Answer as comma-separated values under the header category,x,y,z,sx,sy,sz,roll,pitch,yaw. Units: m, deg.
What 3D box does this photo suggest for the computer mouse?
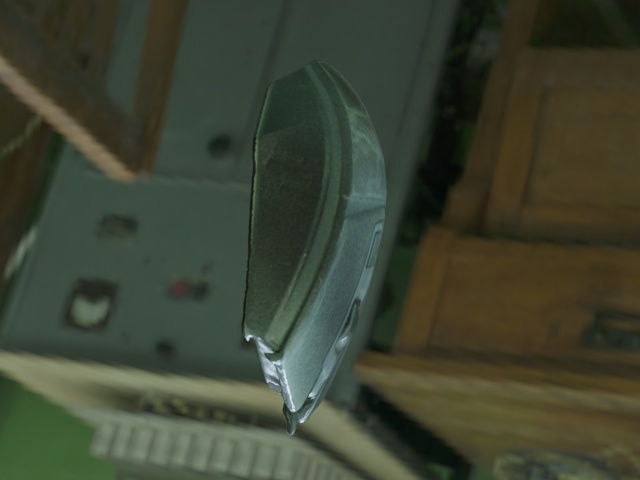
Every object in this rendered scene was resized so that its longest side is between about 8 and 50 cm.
category,x,y,z,sx,sy,sz,roll,pitch,yaw
computer mouse,0.003,0.001,1.064,0.071,0.231,0.126,0,160,11
